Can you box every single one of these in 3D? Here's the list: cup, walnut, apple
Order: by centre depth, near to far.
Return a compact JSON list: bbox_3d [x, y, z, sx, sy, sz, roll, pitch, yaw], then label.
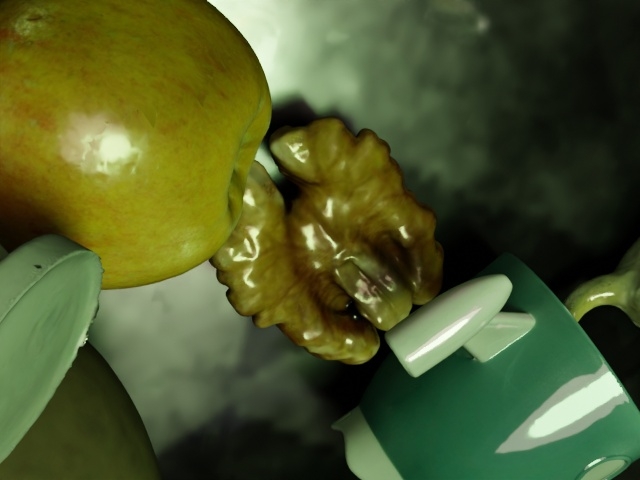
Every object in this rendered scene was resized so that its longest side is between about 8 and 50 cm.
[{"bbox_3d":[-0.108,-0.059,0.534,0.155,0.182,0.182,20,102,-6],"label":"apple"},{"bbox_3d":[0.000,0.000,0.656,0.143,0.069,0.170,-41,119,-5],"label":"walnut"},{"bbox_3d":[0.108,0.122,0.688,0.173,0.167,0.299,-36,143,1],"label":"cup"}]

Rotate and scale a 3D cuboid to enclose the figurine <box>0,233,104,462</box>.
[{"bbox_3d":[-0.230,0.012,0.417,0.236,0.133,0.176,30,70,7],"label":"figurine"}]

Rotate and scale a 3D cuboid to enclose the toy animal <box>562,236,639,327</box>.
[{"bbox_3d":[0.311,0.068,0.768,0.233,0.121,0.168,40,104,-24],"label":"toy animal"}]

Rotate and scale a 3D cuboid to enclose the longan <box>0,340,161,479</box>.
[{"bbox_3d":[-0.214,0.167,0.534,0.243,0.300,0.300,-14,119,26],"label":"longan"}]
